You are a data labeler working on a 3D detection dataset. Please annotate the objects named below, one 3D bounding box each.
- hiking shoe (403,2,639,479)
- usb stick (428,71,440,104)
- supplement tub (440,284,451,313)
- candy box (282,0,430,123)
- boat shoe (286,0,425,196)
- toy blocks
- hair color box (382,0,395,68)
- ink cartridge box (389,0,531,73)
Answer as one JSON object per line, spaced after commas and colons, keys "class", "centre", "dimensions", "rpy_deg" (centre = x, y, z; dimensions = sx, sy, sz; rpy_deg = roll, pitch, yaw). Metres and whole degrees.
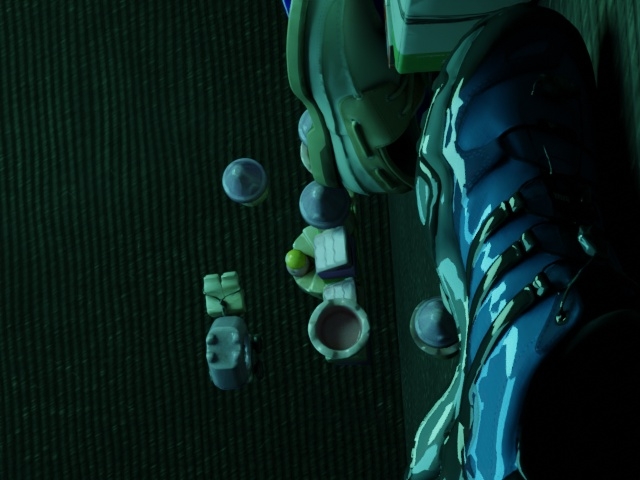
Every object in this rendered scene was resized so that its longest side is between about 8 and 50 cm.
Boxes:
{"class": "hiking shoe", "centre": [0.120, 0.023, 0.654], "dimensions": [0.132, 0.113, 0.304], "rpy_deg": [-17, 68, 59]}
{"class": "usb stick", "centre": [0.122, -0.157, 1.236], "dimensions": [0.077, 0.045, 0.278], "rpy_deg": [-115, 20, -72]}
{"class": "supplement tub", "centre": [0.120, 0.005, 0.948], "dimensions": [0.107, 0.071, 0.071], "rpy_deg": [86, 180, -52]}
{"class": "candy box", "centre": [0.041, -0.311, 1.312], "dimensions": [0.268, 0.122, 0.317], "rpy_deg": [69, -160, -52]}
{"class": "boat shoe", "centre": [0.041, -0.141, 1.169], "dimensions": [0.302, 0.103, 0.113], "rpy_deg": [74, -147, -62]}
{"class": "toy blocks", "centre": [0.000, 0.000, 1.465], "dimensions": [0.260, 0.309, 0.288], "rpy_deg": [59, -154, -76]}
{"class": "hair color box", "centre": [0.092, -0.226, 1.066], "dimensions": [0.053, 0.093, 0.167], "rpy_deg": [82, -175, -76]}
{"class": "ink cartridge box", "centre": [0.092, -0.223, 0.918], "dimensions": [0.219, 0.093, 0.160], "rpy_deg": [87, 178, -81]}
